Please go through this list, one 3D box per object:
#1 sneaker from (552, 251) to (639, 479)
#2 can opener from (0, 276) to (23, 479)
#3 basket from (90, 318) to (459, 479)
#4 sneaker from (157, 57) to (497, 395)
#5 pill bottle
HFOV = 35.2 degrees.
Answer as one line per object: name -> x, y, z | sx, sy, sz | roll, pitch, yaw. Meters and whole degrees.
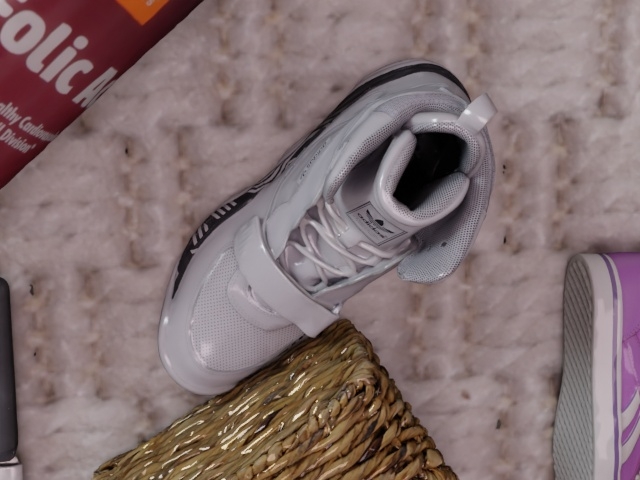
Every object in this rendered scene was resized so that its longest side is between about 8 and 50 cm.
sneaker -> 0.313, 0.153, 0.952 | 0.161, 0.102, 0.282 | 1, 101, -11
can opener -> -0.302, 0.176, 0.873 | 0.076, 0.095, 0.283 | -1, 101, -8
basket -> -0.029, 0.248, 0.864 | 0.299, 0.213, 0.223 | -31, 103, -1
sneaker -> 0.000, 0.000, 0.821 | 0.137, 0.210, 0.366 | 43, 93, -13
pill bottle -> -0.218, -0.210, 0.745 | 0.392, 0.224, 0.224 | -43, 103, 2
